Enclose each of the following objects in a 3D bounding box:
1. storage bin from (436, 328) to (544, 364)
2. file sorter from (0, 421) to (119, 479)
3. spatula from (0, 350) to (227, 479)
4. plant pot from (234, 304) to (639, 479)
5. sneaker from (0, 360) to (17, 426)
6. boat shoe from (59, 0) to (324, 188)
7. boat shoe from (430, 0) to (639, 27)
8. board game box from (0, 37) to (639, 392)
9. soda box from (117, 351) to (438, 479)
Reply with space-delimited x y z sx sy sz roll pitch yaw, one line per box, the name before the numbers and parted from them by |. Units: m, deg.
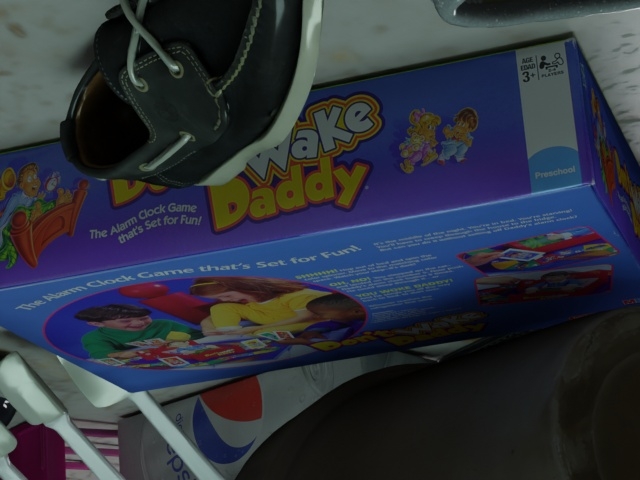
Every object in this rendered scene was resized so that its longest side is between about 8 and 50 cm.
storage bin | 0.169 0.131 1.308 0.084 0.122 0.180 7 158 -29
file sorter | -0.242 0.294 1.570 0.182 0.202 0.291 10 156 -38
spatula | -0.169 0.156 1.286 0.168 0.019 0.242 -28 130 7
plant pot | 0.134 0.180 1.010 0.323 0.323 0.280 6 149 -27
sneaker | -0.338 0.181 1.350 0.126 0.127 0.321 15 151 -40
boat shoe | -0.054 -0.077 0.737 0.079 0.084 0.233 3 162 -20
boat shoe | 0.186 -0.122 0.627 0.320 0.103 0.118 1 160 -14
board game box | 0.000 0.000 0.971 0.347 0.078 0.233 -10 160 16
soda box | -0.037 0.163 1.404 0.286 0.091 0.098 -21 155 40
